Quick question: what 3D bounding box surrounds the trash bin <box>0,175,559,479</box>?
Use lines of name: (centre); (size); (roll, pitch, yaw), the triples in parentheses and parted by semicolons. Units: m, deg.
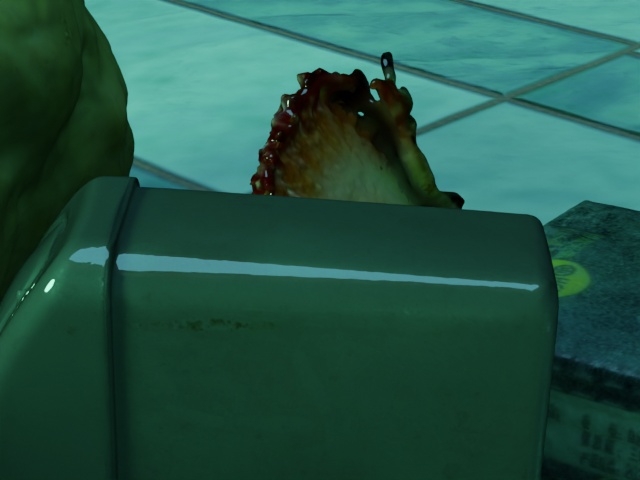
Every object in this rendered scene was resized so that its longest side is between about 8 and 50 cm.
trash bin: (-0.026, 0.067, 0.671); (0.236, 0.177, 0.101); (2, 24, 0)

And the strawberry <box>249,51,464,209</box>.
strawberry: (-0.003, 0.001, 0.862); (0.087, 0.167, 0.208); (-24, 9, 39)

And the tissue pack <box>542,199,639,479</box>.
tissue pack: (0.199, 0.063, 0.767); (0.257, 0.081, 0.185); (14, 30, 34)

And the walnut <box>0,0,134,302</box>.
walnut: (-0.243, -0.060, 0.840); (0.253, 0.277, 0.282); (17, 42, 20)
